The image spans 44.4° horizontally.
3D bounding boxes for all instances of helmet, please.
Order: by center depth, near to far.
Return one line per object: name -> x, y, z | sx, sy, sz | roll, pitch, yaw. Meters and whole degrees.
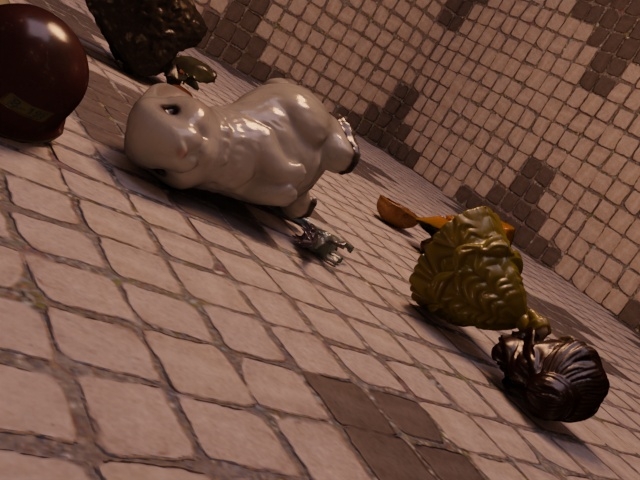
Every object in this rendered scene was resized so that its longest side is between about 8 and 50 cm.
helmet -> -0.313, -0.193, 0.874 | 0.175, 0.106, 0.155 | 45, 36, -50

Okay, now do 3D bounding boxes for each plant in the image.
plant -> -0.369, -0.455, 1.763 | 0.215, 0.213, 0.312 | 44, -19, 44

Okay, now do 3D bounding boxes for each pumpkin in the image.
pumpkin -> 0.314, 0.013, 1.738 | 0.247, 0.126, 0.131 | 1, 22, -34

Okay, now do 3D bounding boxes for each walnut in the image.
walnut -> 0.176, -0.059, 1.823 | 0.121, 0.052, 0.091 | 29, 10, -22

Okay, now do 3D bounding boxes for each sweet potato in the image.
sweet potato -> -0.316, -0.332, 1.764 | 0.034, 0.034, 0.095 | 38, 16, 29

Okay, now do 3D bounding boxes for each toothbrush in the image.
toothbrush -> -0.117, -0.081, 1.268 | 0.275, 0.025, 0.019 | 31, 17, -12

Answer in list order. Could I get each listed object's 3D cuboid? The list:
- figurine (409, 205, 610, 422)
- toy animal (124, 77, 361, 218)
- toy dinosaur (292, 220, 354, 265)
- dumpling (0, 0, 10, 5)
figurine -> 0.279, 0.122, 1.103 | 0.168, 0.187, 0.315 | 25, 21, -46
toy animal -> -0.129, -0.148, 1.132 | 0.357, 0.194, 0.258 | 5, 40, -44
toy dinosaur -> -0.001, 0.002, 1.149 | 0.082, 0.039, 0.209 | 30, 1, 9
dumpling -> -0.452, -0.267, 0.939 | 0.162, 0.132, 0.250 | 34, 25, -31
